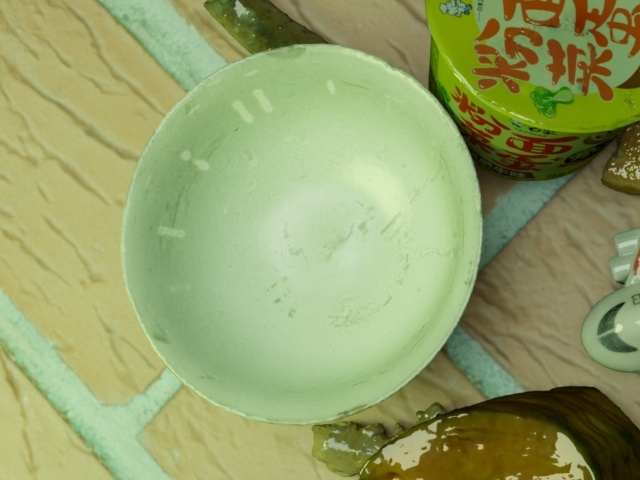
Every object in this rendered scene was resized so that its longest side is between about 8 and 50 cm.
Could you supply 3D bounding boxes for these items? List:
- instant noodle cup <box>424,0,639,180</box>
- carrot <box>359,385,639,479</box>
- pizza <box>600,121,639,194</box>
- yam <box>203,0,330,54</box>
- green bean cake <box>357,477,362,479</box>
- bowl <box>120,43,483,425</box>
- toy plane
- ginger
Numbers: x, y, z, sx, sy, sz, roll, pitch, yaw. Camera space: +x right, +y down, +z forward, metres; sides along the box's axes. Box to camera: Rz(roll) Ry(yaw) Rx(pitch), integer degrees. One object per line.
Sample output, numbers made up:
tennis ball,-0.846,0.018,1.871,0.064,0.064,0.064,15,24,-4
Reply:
instant noodle cup,0.254,-0.213,1.799,0.311,0.221,0.311,2,70,-4
carrot,0.218,0.283,1.734,0.241,0.341,0.241,2,95,31
pizza,0.440,-0.122,1.855,0.246,0.058,0.127,-41,75,10
yam,-0.018,-0.222,2.001,0.317,0.067,0.071,41,82,16
green bean cake,0.078,0.415,1.870,0.233,0.097,0.198,42,95,18
bowl,0.000,0.000,1.897,0.435,0.196,0.435,-2,83,17
toy plane,0.415,0.082,1.806,0.252,0.118,0.252,-3,81,19
ginger,0.071,0.241,1.924,0.173,0.051,0.069,-11,79,9
